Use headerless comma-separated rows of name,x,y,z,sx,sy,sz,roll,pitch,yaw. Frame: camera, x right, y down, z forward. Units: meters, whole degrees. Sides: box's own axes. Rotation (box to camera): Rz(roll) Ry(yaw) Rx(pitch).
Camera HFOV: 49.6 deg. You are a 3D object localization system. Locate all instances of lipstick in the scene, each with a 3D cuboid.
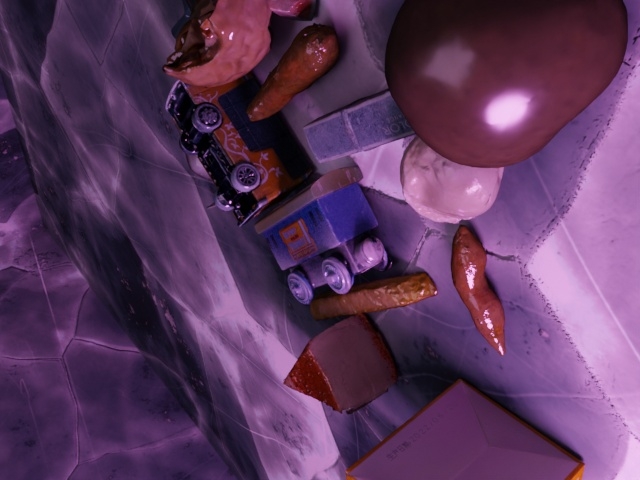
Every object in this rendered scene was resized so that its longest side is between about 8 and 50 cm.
lipstick,0.084,-0.179,1.029,0.290,0.076,0.077,-7,109,59

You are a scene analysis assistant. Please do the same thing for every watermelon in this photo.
watermelon,-0.054,-0.377,1.075,0.084,0.072,0.092,68,155,16

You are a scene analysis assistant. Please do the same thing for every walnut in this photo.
walnut,-0.162,-0.336,1.156,0.141,0.204,0.238,33,-177,-22

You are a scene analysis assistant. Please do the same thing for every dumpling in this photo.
dumpling,0.173,-0.096,0.913,0.136,0.118,0.199,18,131,-9

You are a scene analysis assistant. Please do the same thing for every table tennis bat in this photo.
table tennis bat,-0.244,-0.448,1.343,0.201,0.033,0.124,-27,91,56

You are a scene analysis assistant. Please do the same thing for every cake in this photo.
cake,0.010,0.235,1.431,0.262,0.158,0.159,3,114,58

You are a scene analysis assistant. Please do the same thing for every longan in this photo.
longan,0.189,-0.191,0.719,0.246,0.246,0.215,-16,68,60

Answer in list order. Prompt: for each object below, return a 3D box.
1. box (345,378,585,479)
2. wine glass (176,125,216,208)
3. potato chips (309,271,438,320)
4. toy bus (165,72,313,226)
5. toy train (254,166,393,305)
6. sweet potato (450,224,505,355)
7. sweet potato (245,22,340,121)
box,0.231,0.434,1.133,0.259,0.283,0.214,33,142,39
wine glass,-0.243,-0.192,1.495,0.103,0.103,0.231,-6,108,58
potato chips,0.068,0.112,1.314,0.407,0.080,0.057,-21,88,60
toy bus,-0.155,-0.188,1.299,0.275,0.167,0.138,56,150,1
toy train,0.000,0.000,1.263,0.202,0.131,0.300,63,150,-1
sweet potato,0.236,0.077,1.046,0.065,0.051,0.218,2,117,54
sweet potato,-0.049,-0.273,1.144,0.273,0.075,0.075,-29,91,55
